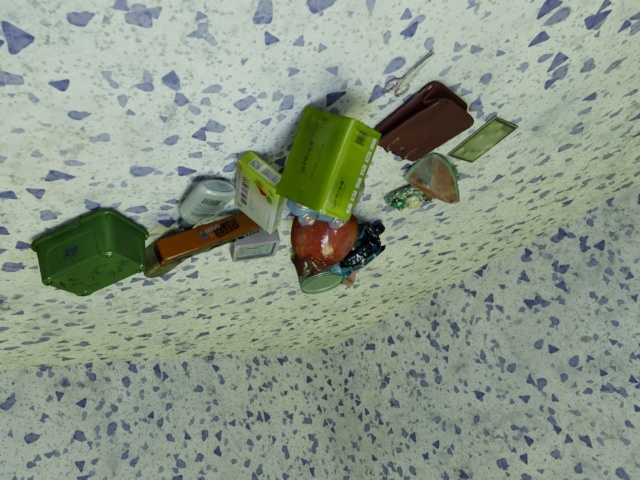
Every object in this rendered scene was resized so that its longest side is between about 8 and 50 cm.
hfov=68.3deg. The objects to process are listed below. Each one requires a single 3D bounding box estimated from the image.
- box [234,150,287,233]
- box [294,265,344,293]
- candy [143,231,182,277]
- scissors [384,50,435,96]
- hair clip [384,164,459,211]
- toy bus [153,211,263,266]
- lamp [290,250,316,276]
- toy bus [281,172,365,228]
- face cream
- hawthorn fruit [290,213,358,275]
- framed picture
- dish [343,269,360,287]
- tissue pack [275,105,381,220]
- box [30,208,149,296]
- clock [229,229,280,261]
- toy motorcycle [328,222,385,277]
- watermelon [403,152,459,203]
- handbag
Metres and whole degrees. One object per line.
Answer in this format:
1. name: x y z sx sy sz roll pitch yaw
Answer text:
1. box: -0.197 -0.152 1.563 0.062 0.175 0.260 -46 169 -29
2. box: -0.007 0.155 2.355 0.226 0.149 0.226 -14 154 -7
3. candy: -0.597 0.056 1.825 0.234 0.104 0.102 -32 156 30
4. scissors: 0.264 -0.480 1.364 0.085 0.022 0.176 7 149 -39
5. hair clip: 0.430 -0.200 1.969 0.321 0.091 0.138 -28 151 19
6. toy bus: -0.396 -0.017 1.717 0.408 0.093 0.092 -22 171 -23
7. lamp: -0.071 0.090 2.188 0.134 0.157 0.156 -7 167 24
8. toy bus: 0.017 -0.190 1.625 0.294 0.197 0.232 6 137 -39
9. face cream: -0.409 -0.114 1.625 0.143 0.071 0.291 2 153 -38
10. hawthorn fruit: 0.000 0.000 1.856 0.276 0.308 0.276 22 176 2
11. framed picture: 0.623 -0.382 1.812 0.173 0.010 0.231 6 147 -40
12. dish: 0.150 0.131 2.433 0.090 0.213 0.213 21 148 -3
13. tissue pack: 0.021 -0.222 1.381 0.167 0.200 0.275 14 100 -50
14. box: -0.777 0.055 1.618 0.328 0.178 0.253 -22 156 10
15. clock: -0.280 0.024 2.009 0.197 0.063 0.150 -7 153 -21
16. toy motorcycle: 0.156 0.034 2.076 0.232 0.172 0.416 -35 -173 26
17. watermelon: 0.456 -0.251 1.850 0.231 0.128 0.146 25 93 -28
18. handbag: 0.341 -0.378 1.564 0.275 0.084 0.260 -33 154 32
